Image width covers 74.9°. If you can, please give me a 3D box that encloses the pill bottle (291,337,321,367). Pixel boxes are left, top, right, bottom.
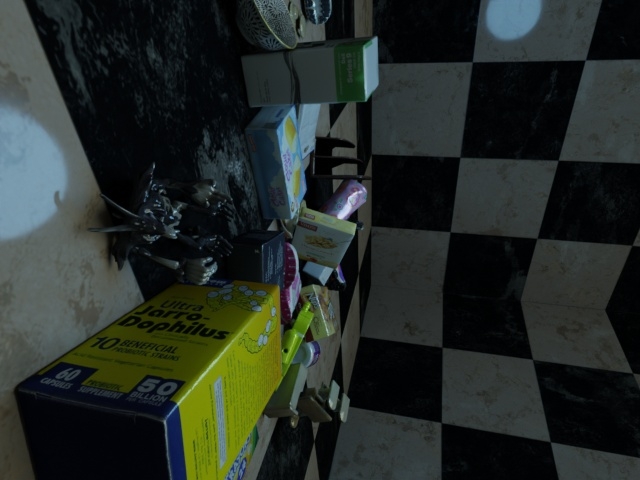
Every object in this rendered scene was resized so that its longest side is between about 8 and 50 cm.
[{"bbox_3d":[-0.058,0.401,1.499,0.193,0.108,0.108,38,57,-74],"label":"pill bottle"}]

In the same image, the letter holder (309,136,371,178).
[{"bbox_3d":[0.099,-0.321,1.677,0.302,0.214,0.152,-24,118,-74],"label":"letter holder"}]

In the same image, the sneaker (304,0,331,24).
[{"bbox_3d":[-0.023,-0.828,1.305,0.110,0.106,0.275,-99,-172,-52],"label":"sneaker"}]

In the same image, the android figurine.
[{"bbox_3d":[-0.093,0.314,1.262,0.248,0.056,0.273,106,9,-77],"label":"android figurine"}]

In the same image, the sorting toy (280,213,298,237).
[{"bbox_3d":[-0.106,-0.062,1.289,0.075,0.044,0.083,68,30,-48],"label":"sorting toy"}]

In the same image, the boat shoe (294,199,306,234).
[{"bbox_3d":[-0.051,-0.050,1.447,0.068,0.072,0.190,-50,143,-67],"label":"boat shoe"}]

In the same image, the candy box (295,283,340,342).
[{"bbox_3d":[-0.010,0.264,1.539,0.316,0.087,0.183,43,30,-78],"label":"candy box"}]

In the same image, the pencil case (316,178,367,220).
[{"bbox_3d":[0.055,-0.100,1.560,0.284,0.124,0.124,-51,155,-16],"label":"pencil case"}]

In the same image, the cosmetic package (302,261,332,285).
[{"bbox_3d":[0.028,0.051,1.630,0.231,0.085,0.117,-61,163,-12],"label":"cosmetic package"}]

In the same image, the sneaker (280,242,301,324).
[{"bbox_3d":[-0.110,0.115,1.230,0.111,0.102,0.253,-59,159,-64],"label":"sneaker"}]

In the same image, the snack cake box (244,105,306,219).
[{"bbox_3d":[-0.111,-0.205,1.109,0.152,0.089,0.265,-71,161,-47],"label":"snack cake box"}]

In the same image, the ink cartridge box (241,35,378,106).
[{"bbox_3d":[-0.017,-0.409,1.010,0.211,0.289,0.122,-65,153,-56],"label":"ink cartridge box"}]

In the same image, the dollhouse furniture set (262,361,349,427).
[{"bbox_3d":[-0.058,0.543,1.362,0.242,0.212,0.161,55,31,-27],"label":"dollhouse furniture set"}]

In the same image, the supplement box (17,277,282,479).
[{"bbox_3d":[-0.206,0.211,0.632,0.356,0.194,0.195,-50,142,-68],"label":"supplement box"}]

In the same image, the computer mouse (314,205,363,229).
[{"bbox_3d":[0.058,-0.083,1.751,0.272,0.188,0.072,18,89,-67],"label":"computer mouse"}]

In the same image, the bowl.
[{"bbox_3d":[-0.130,-0.478,0.902,0.170,0.080,0.170,43,37,-44],"label":"bowl"}]

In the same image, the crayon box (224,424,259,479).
[{"bbox_3d":[-0.220,0.409,0.883,0.203,0.083,0.323,-66,156,-54],"label":"crayon box"}]

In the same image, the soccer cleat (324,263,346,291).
[{"bbox_3d":[0.059,0.141,1.920,0.318,0.108,0.117,66,27,-59],"label":"soccer cleat"}]

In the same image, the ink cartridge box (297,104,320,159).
[{"bbox_3d":[-0.052,-0.379,1.357,0.223,0.045,0.224,-60,163,-60],"label":"ink cartridge box"}]

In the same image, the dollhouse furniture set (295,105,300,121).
[{"bbox_3d":[-0.085,-0.394,1.182,0.058,0.076,0.152,35,60,-77],"label":"dollhouse furniture set"}]

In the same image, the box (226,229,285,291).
[{"bbox_3d":[-0.153,0.065,1.017,0.158,0.093,0.156,-44,137,-72],"label":"box"}]

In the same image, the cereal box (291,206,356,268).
[{"bbox_3d":[0.000,0.000,1.319,0.240,0.172,0.047,110,-3,-59],"label":"cereal box"}]

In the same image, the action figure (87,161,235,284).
[{"bbox_3d":[-0.212,-0.027,0.651,0.275,0.140,0.164,-14,120,-77],"label":"action figure"}]

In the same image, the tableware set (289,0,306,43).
[{"bbox_3d":[-0.073,-0.631,1.270,0.141,0.020,0.169,25,70,-77],"label":"tableware set"}]
